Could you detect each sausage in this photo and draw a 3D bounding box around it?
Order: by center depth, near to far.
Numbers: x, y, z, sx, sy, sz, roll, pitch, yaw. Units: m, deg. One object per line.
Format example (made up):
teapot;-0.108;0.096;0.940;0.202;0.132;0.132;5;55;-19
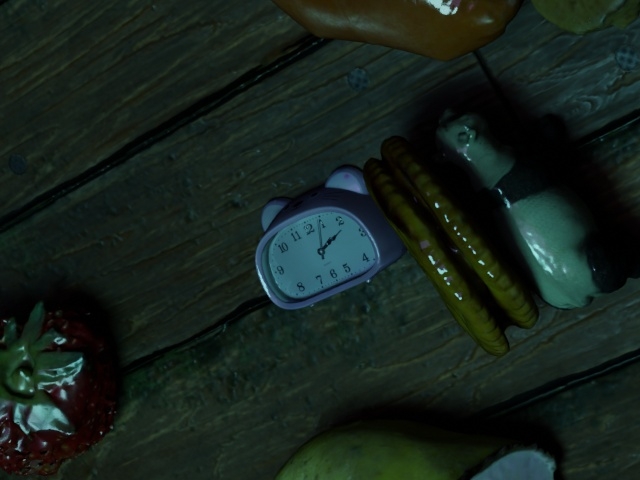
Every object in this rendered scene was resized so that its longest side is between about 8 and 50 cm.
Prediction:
sausage;0.060;-0.235;1.740;0.258;0.133;0.133;15;116;26

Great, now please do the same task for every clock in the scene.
clock;0.000;0.000;1.913;0.153;0.050;0.110;-25;96;33

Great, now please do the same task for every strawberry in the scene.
strawberry;-0.300;0.165;2.081;0.184;0.187;0.201;22;157;26

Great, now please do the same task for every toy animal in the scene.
toy animal;0.187;-0.033;1.756;0.094;0.121;0.225;-35;91;32

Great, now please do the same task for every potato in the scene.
potato;0.067;0.279;1.915;0.266;0.229;0.229;12;116;41

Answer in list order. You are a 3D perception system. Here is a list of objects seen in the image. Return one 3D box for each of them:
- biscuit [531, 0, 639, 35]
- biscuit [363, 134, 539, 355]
biscuit;0.196;-0.407;1.575;0.394;0.076;0.368;52;136;22
biscuit;0.113;0.004;1.765;0.066;0.220;0.220;-38;89;0
